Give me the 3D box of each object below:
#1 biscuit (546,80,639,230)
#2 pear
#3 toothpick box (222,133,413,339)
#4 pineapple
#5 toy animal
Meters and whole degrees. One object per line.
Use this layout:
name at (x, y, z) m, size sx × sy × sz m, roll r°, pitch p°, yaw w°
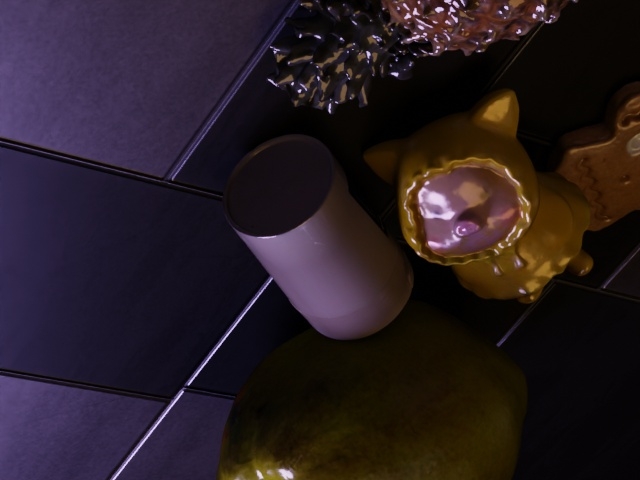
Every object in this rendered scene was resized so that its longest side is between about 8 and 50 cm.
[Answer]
biscuit at (0.334, -0.094, 1.806) m, size 0.249 × 0.035 × 0.184 m, roll -26°, pitch 141°, yaw 2°
pear at (0.051, 0.186, 1.807) m, size 0.321 × 0.269 × 0.269 m, roll -27°, pitch 150°, yaw -41°
toothpick box at (0.000, 0.000, 1.689) m, size 0.111 × 0.111 × 0.180 m, roll -30°, pitch 139°, yaw 7°
pineapple at (0.078, -0.186, 1.500) m, size 0.158 × 0.157 × 0.279 m, roll 20°, pitch 137°, yaw -40°
toy animal at (0.156, -0.029, 1.721) m, size 0.156 × 0.156 × 0.230 m, roll -33°, pitch 130°, yaw 12°
